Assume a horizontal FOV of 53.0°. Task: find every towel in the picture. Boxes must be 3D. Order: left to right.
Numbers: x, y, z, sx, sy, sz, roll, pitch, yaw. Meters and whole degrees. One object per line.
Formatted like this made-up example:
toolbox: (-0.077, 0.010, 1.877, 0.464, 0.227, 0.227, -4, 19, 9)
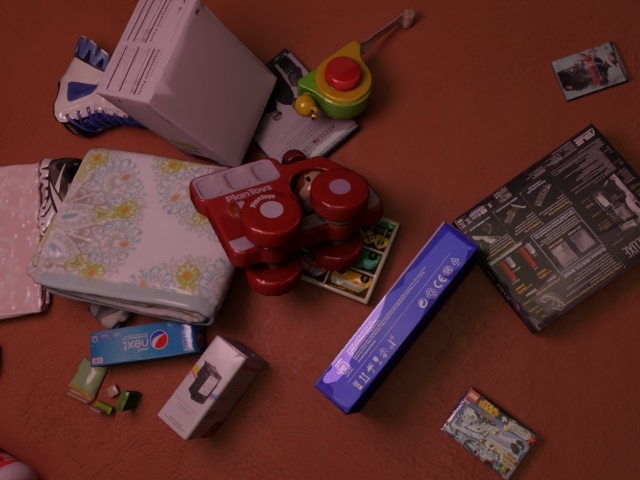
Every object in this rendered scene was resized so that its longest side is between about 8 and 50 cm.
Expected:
towel: (-0.720, 0.012, 1.355, 0.316, 0.053, 0.332, -7, 76, 8)
towel: (-0.326, -0.020, 1.218, 0.374, 0.090, 0.321, 11, 62, 9)

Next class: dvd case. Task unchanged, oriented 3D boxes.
dvd case: (-0.063, -0.254, 1.305, 0.179, 0.029, 0.239, -40, 74, 0)
dvd case: (0.512, -0.322, 1.222, 0.119, 0.013, 0.087, -17, 75, 6)

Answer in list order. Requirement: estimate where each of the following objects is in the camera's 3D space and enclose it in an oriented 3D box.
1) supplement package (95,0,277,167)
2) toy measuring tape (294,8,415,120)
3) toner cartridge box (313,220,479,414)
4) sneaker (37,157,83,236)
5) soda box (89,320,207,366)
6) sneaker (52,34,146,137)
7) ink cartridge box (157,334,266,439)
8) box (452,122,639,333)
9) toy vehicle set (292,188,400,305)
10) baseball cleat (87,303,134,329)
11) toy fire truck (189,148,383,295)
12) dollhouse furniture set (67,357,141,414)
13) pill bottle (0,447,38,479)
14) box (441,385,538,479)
supplement package: (-0.236, -0.286, 1.184, 0.145, 0.262, 0.204, 16, 79, 33)
toy measuring tape: (0.089, -0.328, 1.245, 0.330, 0.121, 0.121, -38, 73, -17)
toner cartridge box: (0.137, 0.139, 1.109, 0.075, 0.165, 0.348, 38, 86, 16)
sneaker: (-0.518, -0.071, 1.322, 0.106, 0.078, 0.235, -12, 74, 10)
soda box: (-0.329, 0.197, 1.230, 0.210, 0.071, 0.067, -9, 77, 8)
sneaker: (-0.440, -0.275, 1.341, 0.315, 0.127, 0.182, 37, 90, 23)
ink cartridge box: (-0.191, 0.265, 1.160, 0.072, 0.127, 0.175, 35, 85, 18)
box: (0.429, -0.022, 1.137, 0.307, 0.076, 0.242, -36, 74, 1)
toy vehicle set: (0.000, 0.000, 1.232, 0.266, 0.035, 0.166, 20, 82, 14)
baseball cleat: (-0.373, 0.078, 1.256, 0.109, 0.072, 0.206, 42, 87, -4)
toy fire truck: (-0.057, -0.067, 1.144, 0.302, 0.169, 0.254, -20, 53, -18)
dollhouse furniture set: (-0.426, 0.285, 1.234, 0.151, 0.058, 0.076, 21, 81, 14)
pill bottle: (-0.704, 0.434, 1.188, 0.322, 0.181, 0.182, 24, 83, 14)
box: (0.290, 0.330, 1.108, 0.137, 0.027, 0.094, 37, 87, 16)
